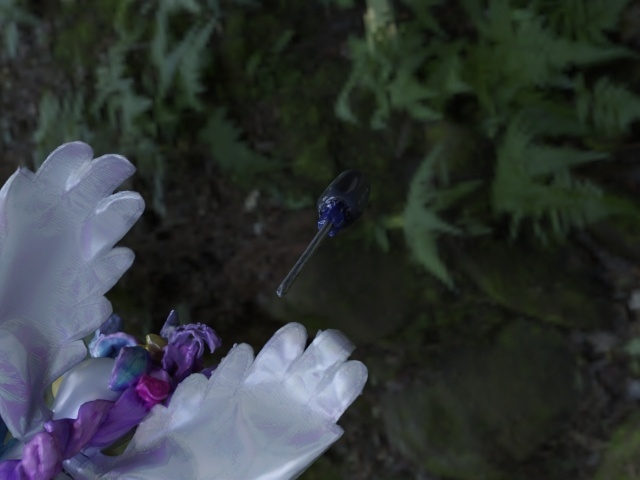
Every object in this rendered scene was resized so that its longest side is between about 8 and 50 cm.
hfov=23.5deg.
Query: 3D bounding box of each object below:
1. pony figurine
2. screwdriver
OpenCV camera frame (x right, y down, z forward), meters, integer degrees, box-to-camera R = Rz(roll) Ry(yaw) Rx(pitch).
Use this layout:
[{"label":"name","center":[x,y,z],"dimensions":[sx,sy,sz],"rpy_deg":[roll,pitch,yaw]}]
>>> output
[{"label":"pony figurine","center":[-0.174,0.139,1.188],"dimensions":[0.303,0.351,0.363],"rpy_deg":[38,179,1]},{"label":"screwdriver","center":[0.000,0.000,0.728],"dimensions":[0.170,0.024,0.025],"rpy_deg":[-60,-16,-64]}]
